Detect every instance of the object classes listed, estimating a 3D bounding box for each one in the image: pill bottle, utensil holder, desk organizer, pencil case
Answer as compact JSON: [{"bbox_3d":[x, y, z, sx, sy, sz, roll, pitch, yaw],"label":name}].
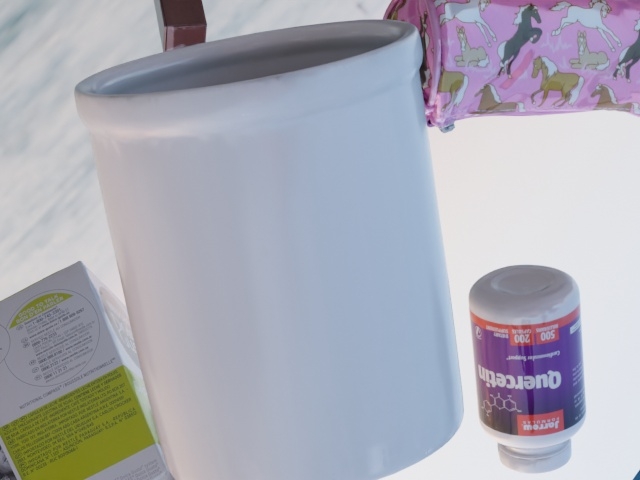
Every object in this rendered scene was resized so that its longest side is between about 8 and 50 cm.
[{"bbox_3d":[0.343,0.214,2.520,0.181,0.323,0.181,-6,-158,3],"label":"pill bottle"},{"bbox_3d":[-0.035,0.009,1.465,0.327,0.386,0.327,-10,-165,3],"label":"utensil holder"},{"bbox_3d":[-0.169,-0.285,1.811,0.047,0.050,0.130,101,-20,-53],"label":"desk organizer"},{"bbox_3d":[0.259,-0.220,1.764,0.386,0.160,0.167,-5,132,-26],"label":"pencil case"}]

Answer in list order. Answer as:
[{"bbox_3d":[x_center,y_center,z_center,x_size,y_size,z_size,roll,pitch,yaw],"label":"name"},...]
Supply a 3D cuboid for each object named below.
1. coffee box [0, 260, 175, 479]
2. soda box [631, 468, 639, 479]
[{"bbox_3d":[-0.349,0.288,2.043,0.338,0.334,0.338,-28,152,2],"label":"coffee box"},{"bbox_3d":[0.423,0.336,1.940,0.210,0.067,0.071,-50,149,-15],"label":"soda box"}]
